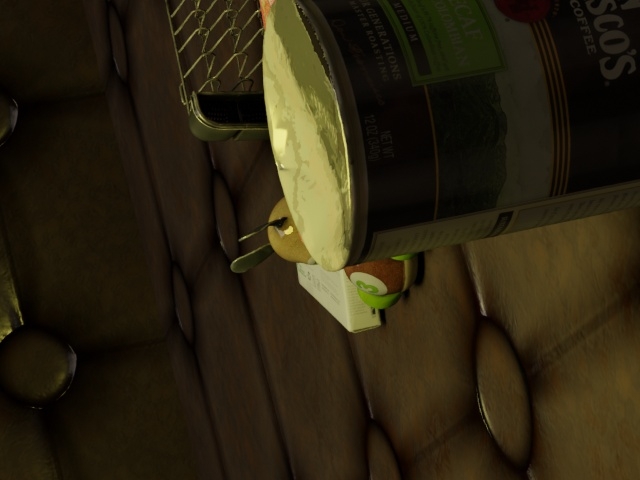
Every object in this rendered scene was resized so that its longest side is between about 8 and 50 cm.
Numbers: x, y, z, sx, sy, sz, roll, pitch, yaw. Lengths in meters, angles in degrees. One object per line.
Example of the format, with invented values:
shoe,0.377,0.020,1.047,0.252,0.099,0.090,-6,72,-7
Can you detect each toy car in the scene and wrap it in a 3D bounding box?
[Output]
toy car,0.000,0.000,2.105,0.155,0.188,0.149,109,147,-63

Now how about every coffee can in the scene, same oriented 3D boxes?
coffee can,0.118,-0.100,1.426,0.201,0.275,0.201,168,90,-75

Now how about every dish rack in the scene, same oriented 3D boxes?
dish rack,-0.068,-0.231,2.157,0.074,0.208,0.271,130,132,-57

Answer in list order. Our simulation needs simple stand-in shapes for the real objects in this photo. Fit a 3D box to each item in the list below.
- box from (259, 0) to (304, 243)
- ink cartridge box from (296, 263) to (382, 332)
box,0.039,-0.148,1.942,0.154,0.142,0.300,-170,69,-74
ink cartridge box,0.007,-0.028,2.326,0.223,0.045,0.224,-138,37,-68
